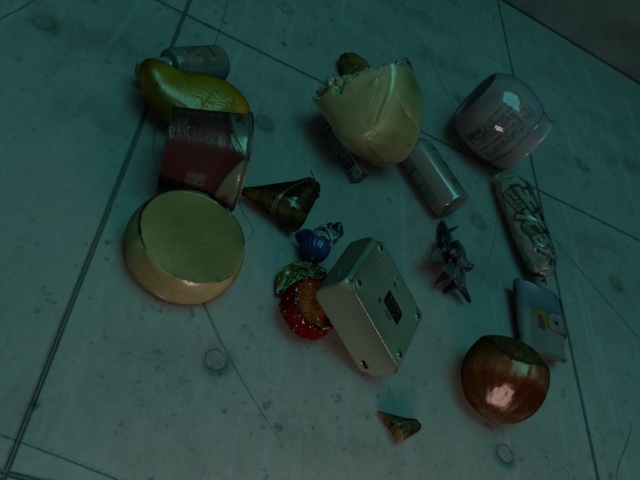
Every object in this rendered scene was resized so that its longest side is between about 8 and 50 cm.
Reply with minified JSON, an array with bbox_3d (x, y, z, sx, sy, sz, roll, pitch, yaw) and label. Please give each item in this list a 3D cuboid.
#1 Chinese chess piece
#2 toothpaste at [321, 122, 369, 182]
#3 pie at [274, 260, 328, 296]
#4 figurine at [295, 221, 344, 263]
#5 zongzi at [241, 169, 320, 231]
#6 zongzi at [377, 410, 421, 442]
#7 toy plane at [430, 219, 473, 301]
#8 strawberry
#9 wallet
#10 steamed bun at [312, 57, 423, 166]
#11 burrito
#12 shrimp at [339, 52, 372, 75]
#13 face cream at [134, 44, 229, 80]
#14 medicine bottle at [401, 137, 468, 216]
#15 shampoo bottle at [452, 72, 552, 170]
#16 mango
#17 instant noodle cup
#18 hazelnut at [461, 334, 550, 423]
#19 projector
[{"bbox_3d":[-0.280,0.011,1.323,0.250,0.103,0.249,19,49,-23],"label":"Chinese chess piece"},{"bbox_3d":[0.069,-0.253,1.813,0.040,0.047,0.196,1,55,-53],"label":"toothpaste"},{"bbox_3d":[-0.033,0.091,1.479,0.170,0.034,0.092,6,64,-29],"label":"pie"},{"bbox_3d":[0.000,0.000,1.553,0.149,0.086,0.087,-32,118,-56],"label":"figurine"},{"bbox_3d":[-0.098,-0.127,1.582,0.184,0.084,0.187,28,38,0],"label":"zongzi"},{"bbox_3d":[0.171,0.394,1.388,0.076,0.040,0.083,-9,45,-46],"label":"zongzi"},{"bbox_3d":[0.365,0.027,1.763,0.212,0.088,0.267,44,36,-31],"label":"toy plane"},{"bbox_3d":[-0.027,0.149,1.398,0.145,0.086,0.145,21,48,-26],"label":"strawberry"},{"bbox_3d":[0.614,0.230,1.794,0.170,0.069,0.231,19,54,-16],"label":"wallet"},{"bbox_3d":[0.167,-0.373,1.769,0.290,0.272,0.273,4,53,-56],"label":"steamed bun"},{"bbox_3d":[0.658,-0.033,2.004,0.139,0.101,0.445,17,47,-30],"label":"burrito"},{"bbox_3d":[0.148,-0.503,2.056,0.152,0.063,0.287,8,51,-44],"label":"shrimp"},{"bbox_3d":[-0.360,-0.444,1.625,0.252,0.101,0.101,-19,69,-42],"label":"face cream"},{"bbox_3d":[0.305,-0.240,1.915,0.110,0.110,0.351,-13,65,-40],"label":"medicine bottle"},{"bbox_3d":[0.607,-0.397,2.129,0.266,0.273,0.273,43,43,-10],"label":"shampoo bottle"},{"bbox_3d":[-0.311,-0.336,1.560,0.295,0.120,0.177,16,61,-26],"label":"mango"},{"bbox_3d":[-0.260,-0.192,1.424,0.179,0.234,0.234,10,51,-16],"label":"instant noodle cup"},{"bbox_3d":[0.439,0.335,1.521,0.214,0.176,0.214,-2,70,5],"label":"hazelnut"},{"bbox_3d":[0.118,0.145,1.422,0.250,0.108,0.198,59,36,-16],"label":"projector"}]
